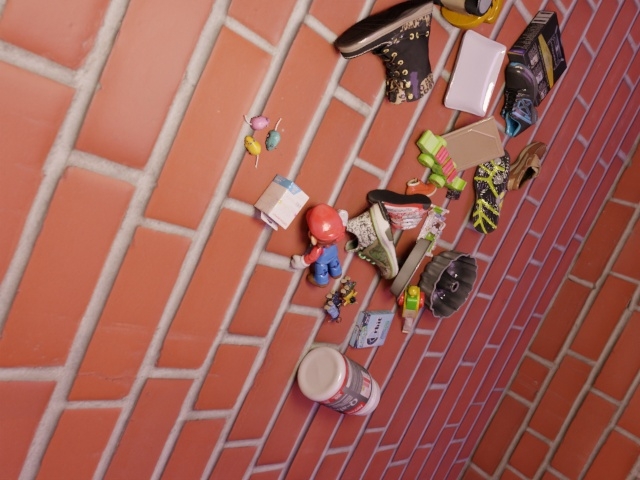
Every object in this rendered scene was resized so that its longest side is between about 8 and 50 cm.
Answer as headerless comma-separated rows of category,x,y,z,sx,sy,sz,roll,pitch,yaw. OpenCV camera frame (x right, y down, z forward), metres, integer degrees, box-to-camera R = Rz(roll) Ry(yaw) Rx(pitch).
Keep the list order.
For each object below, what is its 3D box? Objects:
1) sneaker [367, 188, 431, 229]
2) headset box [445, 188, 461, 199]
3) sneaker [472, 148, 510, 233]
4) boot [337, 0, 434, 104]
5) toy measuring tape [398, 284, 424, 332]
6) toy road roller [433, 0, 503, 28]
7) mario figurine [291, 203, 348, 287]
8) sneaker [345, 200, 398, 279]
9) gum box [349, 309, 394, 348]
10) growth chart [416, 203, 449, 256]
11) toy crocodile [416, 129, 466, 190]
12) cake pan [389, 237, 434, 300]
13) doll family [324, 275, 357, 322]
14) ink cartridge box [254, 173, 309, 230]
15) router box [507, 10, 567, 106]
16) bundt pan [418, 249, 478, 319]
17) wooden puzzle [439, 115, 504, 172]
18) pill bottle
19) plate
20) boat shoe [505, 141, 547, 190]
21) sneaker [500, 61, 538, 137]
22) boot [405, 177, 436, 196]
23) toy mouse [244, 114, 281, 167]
sneaker,0.281,-0.109,1.893,0.270,0.090,0.145,2,134,-25
headset box,0.578,-0.219,2.141,0.062,0.032,0.083,0,113,-41
sneaker,0.761,-0.230,2.252,0.147,0.145,0.385,-38,138,-64
boot,0.228,-0.568,1.579,0.377,0.138,0.284,-38,132,-27
toy measuring tape,0.398,0.290,2.219,0.121,0.121,0.330,-36,148,-22
toy road roller,0.524,-0.865,1.640,0.240,0.202,0.329,6,113,-56
mario figurine,0.000,0.000,1.714,0.198,0.170,0.320,-69,163,-46
sneaker,0.185,0.015,1.876,0.182,0.158,0.410,-12,140,7
gum box,0.221,0.378,2.136,0.184,0.041,0.157,4,109,-43
growth chart,0.483,-0.040,2.162,0.172,0.021,0.237,5,109,-44
toy crocodile,0.472,-0.302,1.951,0.115,0.105,0.340,-51,135,-8
cake pan,0.364,0.109,2.017,0.293,0.054,0.293,-56,169,-17
doll family,0.083,0.234,1.920,0.193,0.076,0.111,-40,137,-12
ink cartridge box,-0.126,-0.112,1.533,0.143,0.090,0.092,-53,135,-5
router box,0.929,-0.767,2.125,0.243,0.081,0.309,-52,135,-8
bundt pan,0.568,0.188,2.284,0.331,0.124,0.331,-21,124,-34
wooden puzzle,0.604,-0.382,1.999,0.221,0.044,0.239,-19,140,18
pill bottle,0.087,0.577,2.002,0.210,0.210,0.363,-54,135,-5
plate,0.585,-0.635,1.918,0.278,0.045,0.277,-2,114,-41
boat shoe,0.986,-0.339,2.375,0.324,0.120,0.122,-44,134,-15
sneaker,0.834,-0.587,2.108,0.139,0.125,0.341,-42,132,-10
boot,0.401,-0.212,1.973,0.158,0.059,0.085,-21,120,-31
toy mouse,-0.156,-0.310,1.443,0.143,0.031,0.161,-40,133,-19
